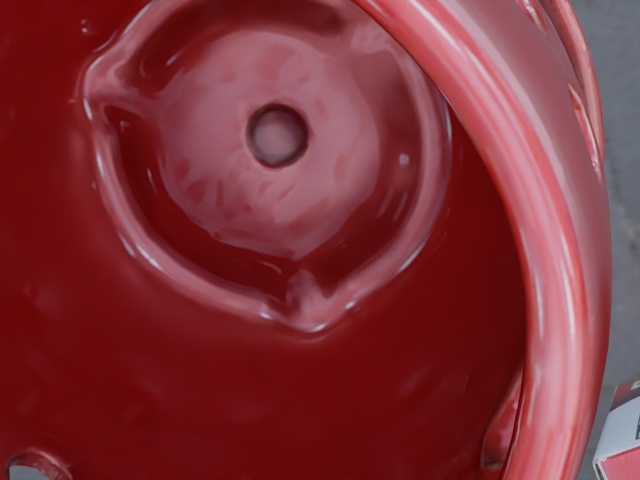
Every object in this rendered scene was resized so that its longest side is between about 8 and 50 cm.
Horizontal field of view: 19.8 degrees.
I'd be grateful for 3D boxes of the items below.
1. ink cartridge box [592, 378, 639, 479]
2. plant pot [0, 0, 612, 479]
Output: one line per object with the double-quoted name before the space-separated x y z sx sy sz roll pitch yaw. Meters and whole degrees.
"ink cartridge box" 0.343 0.124 1.155 0.130 0.309 0.272 66 16 -3
"plant pot" -0.028 -0.007 0.422 0.191 0.191 0.174 61 17 -11
